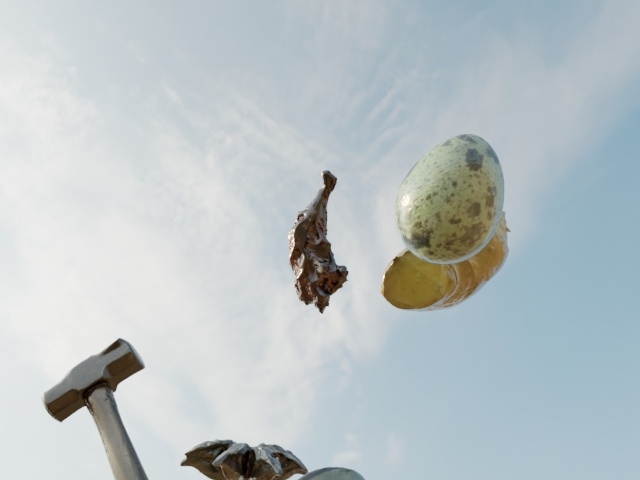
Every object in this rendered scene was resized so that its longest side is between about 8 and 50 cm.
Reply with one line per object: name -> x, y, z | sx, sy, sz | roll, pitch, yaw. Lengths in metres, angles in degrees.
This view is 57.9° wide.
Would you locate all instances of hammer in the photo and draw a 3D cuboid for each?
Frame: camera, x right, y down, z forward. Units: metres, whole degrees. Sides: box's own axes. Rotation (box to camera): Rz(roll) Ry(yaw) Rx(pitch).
hammer -> -0.487, 0.429, 1.347 | 0.243, 0.409, 0.095 | -33, -43, -13

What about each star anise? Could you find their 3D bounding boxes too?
star anise -> -0.110, 0.342, 0.892 | 0.205, 0.061, 0.180 | 7, -21, -4

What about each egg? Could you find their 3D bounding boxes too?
egg -> 0.166, -0.052, 0.738 | 0.132, 0.132, 0.172 | 18, -80, -15

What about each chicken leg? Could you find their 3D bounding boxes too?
chicken leg -> -0.006, 0.003, 0.877 | 0.090, 0.219, 0.048 | -9, -19, 12

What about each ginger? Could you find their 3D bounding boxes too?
ginger -> 0.209, 0.036, 0.954 | 0.138, 0.267, 0.152 | 49, -29, 13

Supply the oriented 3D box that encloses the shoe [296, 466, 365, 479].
shoe -> 0.025, 0.281, 0.317 | 0.114, 0.290, 0.137 | 29, -31, -34
